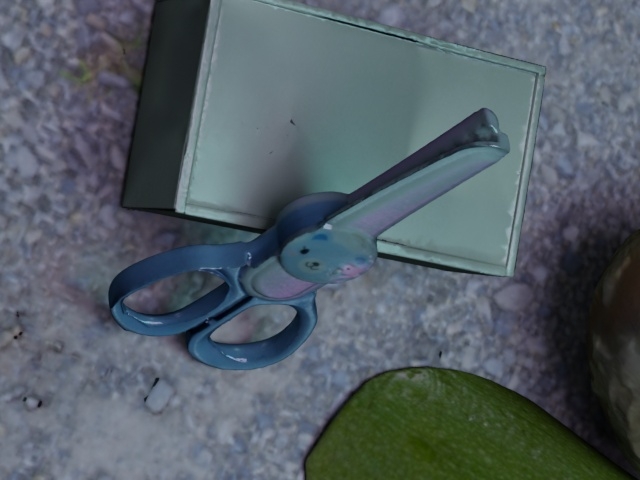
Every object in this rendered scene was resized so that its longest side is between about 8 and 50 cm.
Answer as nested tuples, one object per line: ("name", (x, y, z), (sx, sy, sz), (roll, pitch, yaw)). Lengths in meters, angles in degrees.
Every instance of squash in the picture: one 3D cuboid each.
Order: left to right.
("squash", (0.119, 0.204, 1.195), (0.260, 0.189, 0.189), (33, 75, 12))

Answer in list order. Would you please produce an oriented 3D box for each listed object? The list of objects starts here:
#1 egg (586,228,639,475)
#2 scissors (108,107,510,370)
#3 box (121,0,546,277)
("egg", (0.274, 0.080, 1.171), (0.245, 0.203, 0.203), (37, 77, -19))
("scissors", (0.000, 0.000, 1.009), (0.125, 0.256, 0.030), (25, 45, -39))
("box", (0.010, -0.061, 1.088), (0.225, 0.086, 0.129), (11, 87, -27))
